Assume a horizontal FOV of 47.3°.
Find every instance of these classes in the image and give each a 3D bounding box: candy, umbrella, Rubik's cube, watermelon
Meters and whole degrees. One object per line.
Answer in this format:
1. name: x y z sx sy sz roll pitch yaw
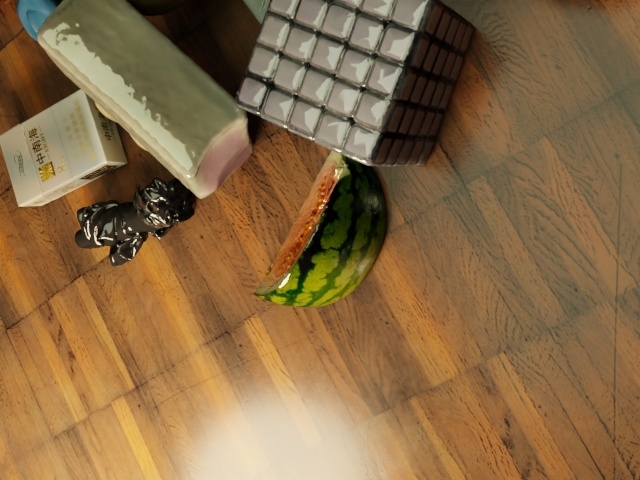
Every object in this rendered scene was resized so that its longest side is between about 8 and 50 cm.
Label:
1. candy: -0.276 -0.241 1.184 0.358 0.208 0.145 42 84 2
2. umbrella: -0.348 -0.034 1.342 0.272 0.122 0.110 -20 41 29
3. Rubik's cube: 0.058 -0.251 1.063 0.236 0.237 0.238 25 104 20
4. watermelon: -0.004 0.006 1.166 0.159 0.128 0.304 35 107 20

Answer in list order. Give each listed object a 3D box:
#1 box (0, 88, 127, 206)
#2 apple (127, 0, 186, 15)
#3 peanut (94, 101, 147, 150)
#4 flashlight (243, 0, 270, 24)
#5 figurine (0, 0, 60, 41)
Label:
1. box: -0.504 -0.176 1.423 0.242 0.067 0.155 -22 82 24
2. apple: -0.294 -0.518 1.214 0.295 0.233 0.258 29 89 39
3. peanut: -0.343 -0.237 1.333 0.206 0.087 0.087 43 109 16
4. flashlight: -0.109 -0.417 1.233 0.093 0.047 0.200 -43 75 21
5. figurine: -0.655 -0.543 1.407 0.416 0.243 0.298 27 61 18
